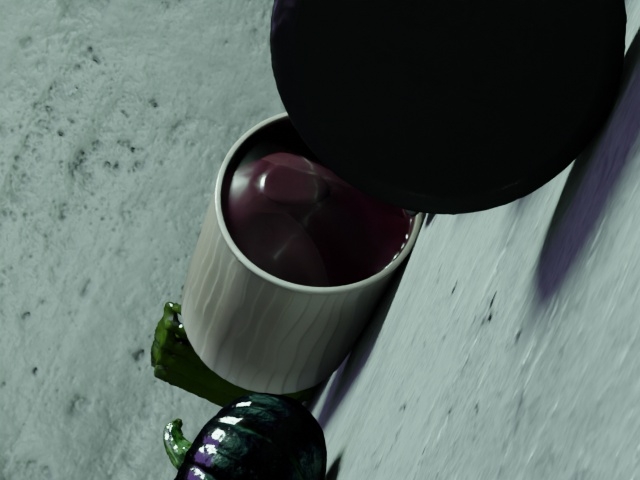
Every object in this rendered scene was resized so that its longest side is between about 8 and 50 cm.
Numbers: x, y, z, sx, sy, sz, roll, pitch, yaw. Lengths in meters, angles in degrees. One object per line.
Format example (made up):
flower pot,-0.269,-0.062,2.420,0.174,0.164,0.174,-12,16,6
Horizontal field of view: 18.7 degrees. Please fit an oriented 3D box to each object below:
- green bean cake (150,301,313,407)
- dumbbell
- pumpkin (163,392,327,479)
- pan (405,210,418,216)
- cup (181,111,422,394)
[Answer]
green bean cake,-0.057,0.038,2.446,0.335,0.218,0.319,122,172,-62
dumbbell,0.079,-0.146,1.226,0.322,0.204,0.204,-76,10,-76
pumpkin,-0.069,0.228,1.753,0.194,0.150,0.194,-178,90,-88
pan,0.108,-0.140,1.896,0.136,0.028,0.235,-143,56,-76
cup,-0.018,-0.006,2.065,0.273,0.208,0.288,114,177,-56
